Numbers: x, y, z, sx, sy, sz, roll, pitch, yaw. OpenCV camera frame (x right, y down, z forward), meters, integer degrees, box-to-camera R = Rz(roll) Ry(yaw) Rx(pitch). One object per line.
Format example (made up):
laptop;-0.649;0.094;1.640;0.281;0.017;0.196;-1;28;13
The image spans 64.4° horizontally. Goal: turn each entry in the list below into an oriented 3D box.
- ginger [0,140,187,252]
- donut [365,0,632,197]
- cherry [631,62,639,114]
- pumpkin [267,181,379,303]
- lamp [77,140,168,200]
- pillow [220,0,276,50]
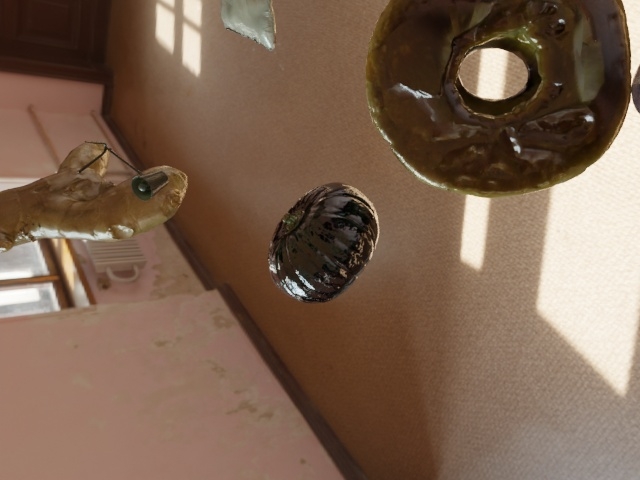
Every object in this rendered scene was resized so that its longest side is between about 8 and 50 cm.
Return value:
ginger;-0.448;-0.053;0.879;0.363;0.348;0.122;28;142;31
donut;0.230;-0.221;0.678;0.330;0.160;0.330;5;114;11
cherry;0.491;-0.214;0.650;0.140;0.176;0.176;52;137;-2
pumpkin;0.000;0.000;0.791;0.202;0.140;0.202;-40;24;22
lamp;-0.246;-0.092;0.648;0.121;0.054;0.041;24;124;13
pillow;-0.185;-0.570;1.274;0.229;0.051;0.128;39;141;35
